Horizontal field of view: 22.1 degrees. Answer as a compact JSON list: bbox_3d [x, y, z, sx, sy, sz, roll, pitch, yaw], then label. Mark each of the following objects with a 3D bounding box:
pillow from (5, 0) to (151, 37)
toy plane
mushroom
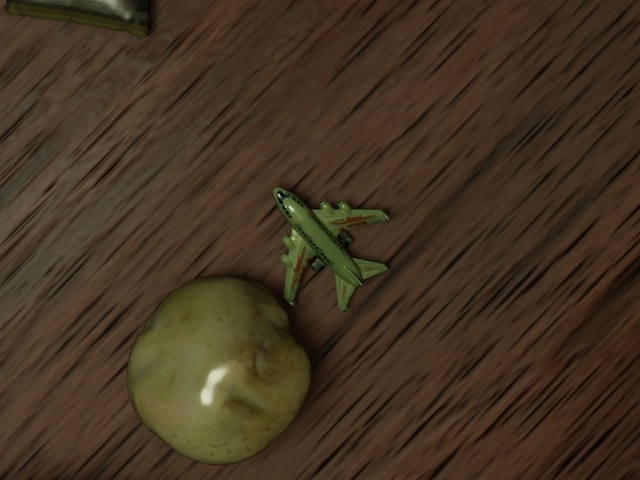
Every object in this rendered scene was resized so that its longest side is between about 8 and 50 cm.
[{"bbox_3d":[-0.169,-0.262,1.236,0.113,0.038,0.203,10,92,-5],"label":"pillow"},{"bbox_3d":[0.000,0.000,1.275,0.102,0.040,0.111,-43,97,-5],"label":"toy plane"},{"bbox_3d":[-0.077,0.097,1.235,0.148,0.148,0.112,-48,138,-2],"label":"mushroom"}]
